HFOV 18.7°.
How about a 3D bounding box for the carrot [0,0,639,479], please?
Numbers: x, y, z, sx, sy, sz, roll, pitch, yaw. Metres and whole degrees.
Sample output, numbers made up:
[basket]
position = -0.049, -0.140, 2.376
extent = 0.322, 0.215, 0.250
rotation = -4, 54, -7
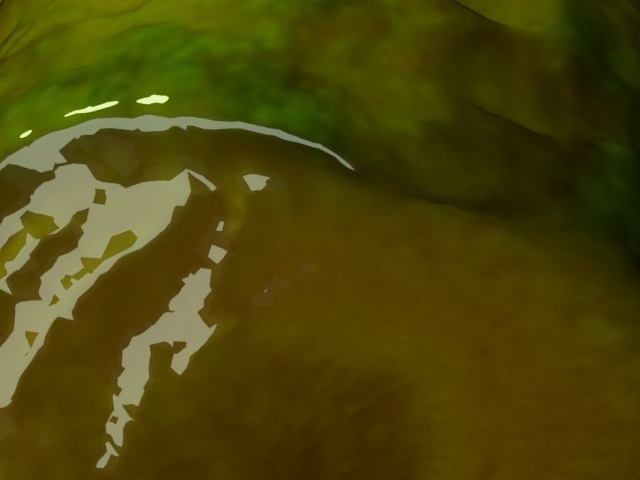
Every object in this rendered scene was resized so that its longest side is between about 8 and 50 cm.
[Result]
[carrot]
position = 0.000, 0.000, 0.573
extent = 0.241, 0.340, 0.241
rotation = 10, 142, 8
